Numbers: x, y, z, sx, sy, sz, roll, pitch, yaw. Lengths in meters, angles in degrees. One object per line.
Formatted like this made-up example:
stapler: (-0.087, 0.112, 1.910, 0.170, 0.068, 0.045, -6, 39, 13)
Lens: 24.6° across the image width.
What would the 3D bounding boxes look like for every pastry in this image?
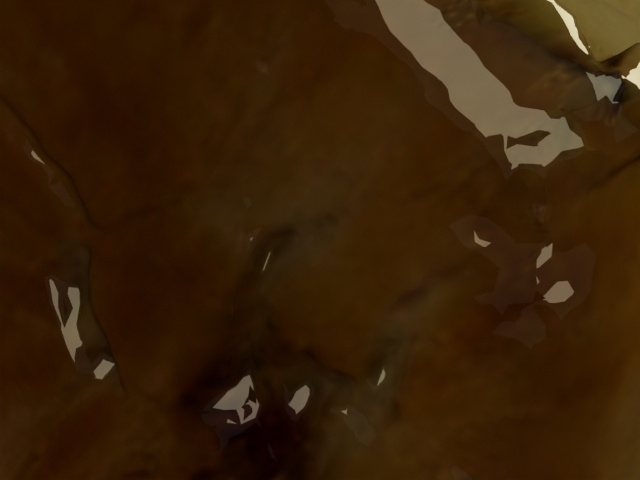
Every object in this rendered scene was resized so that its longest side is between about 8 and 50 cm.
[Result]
pastry: (0.000, 0.000, 0.679, 0.409, 0.245, 0.410, 3, 98, 18)
